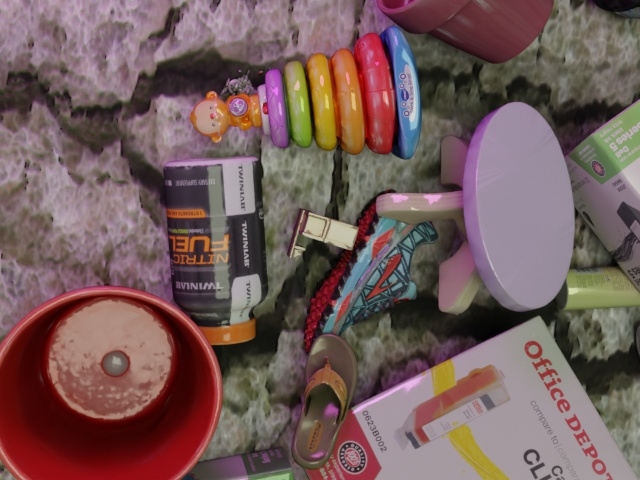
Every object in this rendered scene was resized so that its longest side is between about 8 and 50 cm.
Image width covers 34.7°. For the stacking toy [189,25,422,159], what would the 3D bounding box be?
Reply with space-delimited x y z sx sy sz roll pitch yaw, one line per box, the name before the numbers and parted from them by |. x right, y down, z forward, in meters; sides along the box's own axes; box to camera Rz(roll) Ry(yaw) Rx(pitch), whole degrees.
stacking toy | -0.024 -0.181 1.363 0.301 0.166 0.175 -7 98 -2

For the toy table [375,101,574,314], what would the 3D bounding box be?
toy table | 0.219 -0.033 1.370 0.252 0.161 0.274 25 65 -27

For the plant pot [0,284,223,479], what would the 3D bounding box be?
plant pot | -0.269 0.174 1.306 0.274 0.243 0.275 -1 95 -9

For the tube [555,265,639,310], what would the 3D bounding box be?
tube | 0.466 0.068 1.504 0.240 0.062 0.070 -4 80 -7

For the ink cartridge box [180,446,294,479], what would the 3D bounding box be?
ink cartridge box | -0.167 0.417 1.411 0.278 0.117 0.201 -9 97 -9

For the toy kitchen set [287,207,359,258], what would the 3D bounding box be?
toy kitchen set | 0.000 0.000 1.414 0.075 0.083 0.068 17 93 -12

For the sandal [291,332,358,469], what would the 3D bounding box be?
sandal | 0.004 0.206 1.330 0.072 0.049 0.180 11 69 10

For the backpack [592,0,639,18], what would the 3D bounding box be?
backpack | 0.482 -0.372 1.437 0.182 0.152 0.115 -11 103 -21

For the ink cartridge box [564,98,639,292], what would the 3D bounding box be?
ink cartridge box | 0.460 -0.040 1.391 0.114 0.198 0.273 -35 83 -9

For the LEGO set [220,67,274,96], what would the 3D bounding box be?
LEGO set | -0.097 -0.213 1.406 0.083 0.023 0.054 -34 100 -4

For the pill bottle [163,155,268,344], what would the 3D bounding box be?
pill bottle | -0.137 0.013 1.369 0.130 0.130 0.246 -5 97 -9

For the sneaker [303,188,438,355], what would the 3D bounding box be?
sneaker | 0.076 0.066 1.424 0.125 0.104 0.262 31 90 -13

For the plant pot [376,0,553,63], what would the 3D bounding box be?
plant pot | 0.204 -0.338 1.369 0.180 0.201 0.201 32 90 -27

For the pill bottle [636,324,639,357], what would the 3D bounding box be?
pill bottle | 0.577 0.142 1.511 0.193 0.108 0.108 -18 98 -7

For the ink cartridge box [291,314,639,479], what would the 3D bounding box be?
ink cartridge box | 0.192 0.314 1.389 0.384 0.160 0.279 -25 70 -7
